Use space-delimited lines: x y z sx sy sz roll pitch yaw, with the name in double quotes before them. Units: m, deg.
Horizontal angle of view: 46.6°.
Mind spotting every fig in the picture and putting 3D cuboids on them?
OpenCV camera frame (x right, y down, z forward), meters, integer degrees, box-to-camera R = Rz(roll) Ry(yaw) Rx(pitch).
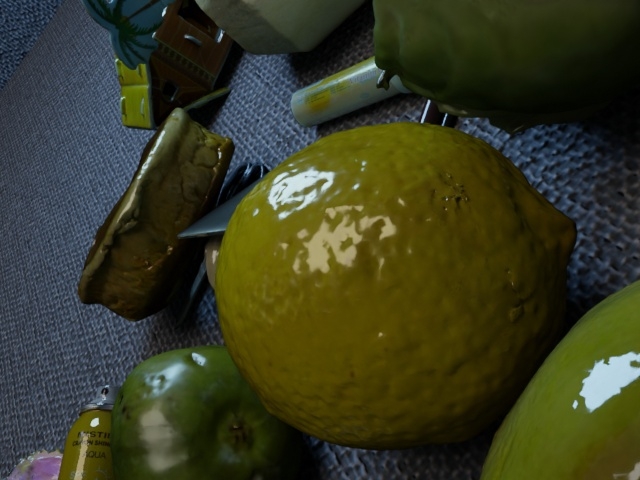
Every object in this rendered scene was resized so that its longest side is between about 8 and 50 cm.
"fig" -0.171 0.236 0.885 0.314 0.233 0.233 -6 61 38

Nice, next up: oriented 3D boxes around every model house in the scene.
"model house" -0.341 -0.382 1.400 0.300 0.340 0.324 14 79 51

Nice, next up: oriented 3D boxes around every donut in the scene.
"donut" -0.241 -0.030 1.146 0.330 0.159 0.330 -54 16 23

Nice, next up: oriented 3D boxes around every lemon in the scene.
"lemon" 0.062 0.043 0.707 0.336 0.336 0.336 -26 48 33

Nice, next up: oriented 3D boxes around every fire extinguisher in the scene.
"fire extinguisher" 0.151 -0.156 0.972 0.048 0.035 0.173 17 75 11

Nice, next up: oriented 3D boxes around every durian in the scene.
"durian" -0.439 0.406 1.123 0.165 0.132 0.182 -46 2 -8

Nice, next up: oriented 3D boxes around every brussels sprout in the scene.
"brussels sprout" 0.248 -0.324 0.743 0.360 0.342 0.426 6 82 24

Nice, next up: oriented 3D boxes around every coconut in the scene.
"coconut" -0.055 -0.465 1.196 0.323 0.323 0.323 -26 48 33

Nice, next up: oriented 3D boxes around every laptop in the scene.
"laptop" -0.053 -0.073 1.022 0.187 0.015 0.269 -5 26 44

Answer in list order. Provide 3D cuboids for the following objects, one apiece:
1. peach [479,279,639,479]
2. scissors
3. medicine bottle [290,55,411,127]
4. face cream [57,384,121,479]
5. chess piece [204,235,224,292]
"peach" 0.245 0.175 0.449 0.315 0.281 0.314 -38 48 34
"scissors" -0.167 0.007 1.201 0.109 0.022 0.300 9 73 53
"medicine bottle" 0.052 -0.224 1.088 0.218 0.074 0.074 -13 56 43
"face cream" -0.326 0.375 1.053 0.105 0.105 0.349 -24 49 34
"chess piece" 0.000 0.000 0.960 0.307 0.138 0.124 -8 94 39
